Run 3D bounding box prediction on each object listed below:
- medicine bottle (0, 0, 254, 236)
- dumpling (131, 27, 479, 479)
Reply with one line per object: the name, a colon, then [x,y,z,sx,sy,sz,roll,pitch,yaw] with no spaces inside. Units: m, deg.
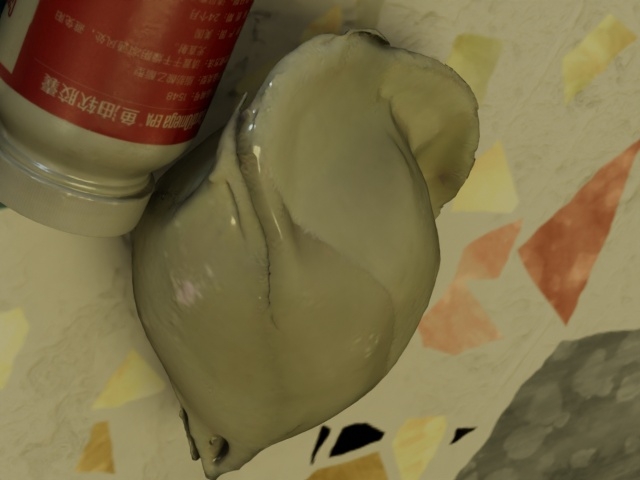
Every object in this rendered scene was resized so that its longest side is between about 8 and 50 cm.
medicine bottle: [-0.109,-0.134,0.988,0.131,0.131,0.250,9,118,-35]
dumpling: [0.000,-0.003,1.132,0.260,0.181,0.341,-37,129,-32]
